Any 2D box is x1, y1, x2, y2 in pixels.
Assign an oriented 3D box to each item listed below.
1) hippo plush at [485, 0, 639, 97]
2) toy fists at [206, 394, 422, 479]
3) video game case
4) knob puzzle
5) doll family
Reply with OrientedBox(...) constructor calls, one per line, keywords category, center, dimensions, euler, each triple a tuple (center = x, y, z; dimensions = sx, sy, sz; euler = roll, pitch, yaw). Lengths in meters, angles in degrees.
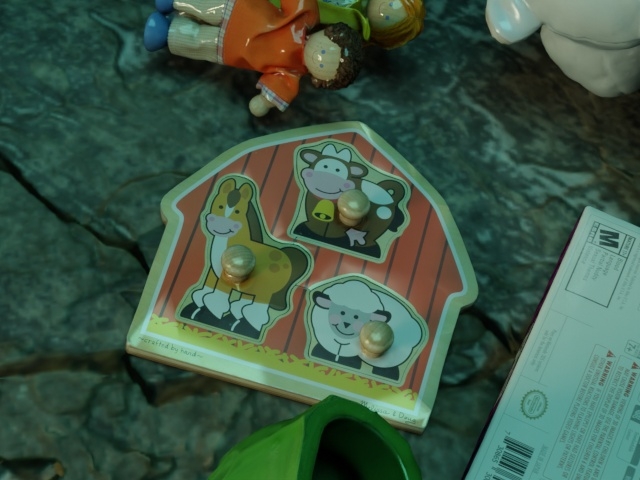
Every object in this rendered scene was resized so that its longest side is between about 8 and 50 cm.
OrientedBox(category="hippo plush", center=(0.215, -0.116, 0.733), dimensions=(0.236, 0.294, 0.234), euler=(18, 85, 26))
OrientedBox(category="toy fists", center=(-0.018, 0.208, 0.523), dimensions=(0.096, 0.142, 0.279), euler=(23, 50, -32))
OrientedBox(category="video game case", center=(0.197, 0.114, 0.673), dimensions=(0.210, 0.042, 0.232), euler=(25, 57, 8))
OrientedBox(category="knob puzzle", center=(0.000, 0.000, 0.727), dimensions=(0.213, 0.030, 0.213), euler=(4, 56, -6))
OrientedBox(category="doll family", center=(0.004, -0.207, 0.779), dimensions=(0.163, 0.263, 0.118), euler=(15, 14, 17))
